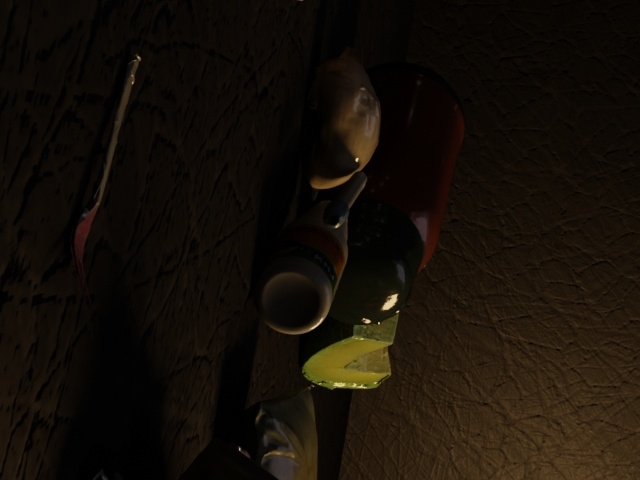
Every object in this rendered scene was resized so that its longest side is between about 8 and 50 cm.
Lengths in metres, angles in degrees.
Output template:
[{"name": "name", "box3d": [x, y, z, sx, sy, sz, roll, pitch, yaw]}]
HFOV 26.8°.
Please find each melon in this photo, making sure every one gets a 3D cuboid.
[{"name": "melon", "box3d": [0.035, 0.119, 1.554, 0.209, 0.118, 0.064, 118, -29, -66]}]

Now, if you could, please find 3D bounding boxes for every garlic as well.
[{"name": "garlic", "box3d": [0.021, -0.099, 1.217, 0.084, 0.066, 0.152, -70, 166, -76]}]

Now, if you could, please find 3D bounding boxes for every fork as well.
[{"name": "fork", "box3d": [-0.082, -0.025, 0.511, 0.016, 0.012, 0.115, 99, -2, -61]}]

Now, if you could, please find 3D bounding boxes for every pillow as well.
[{"name": "pillow", "box3d": [-0.050, 0.266, 1.042, 0.185, 0.075, 0.302, 4, 95, -81]}]

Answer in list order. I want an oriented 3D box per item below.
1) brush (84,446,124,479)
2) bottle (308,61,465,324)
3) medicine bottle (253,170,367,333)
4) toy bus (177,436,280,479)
[{"name": "brush", "box3d": [-0.092, 0.241, 0.593, 0.068, 0.060, 0.296, -43, 142, -86]}, {"name": "bottle", "box3d": [0.060, -0.048, 1.397, 0.336, 0.144, 0.144, -70, 169, -52]}, {"name": "medicine bottle", "box3d": [0.000, 0.000, 1.115, 0.092, 0.061, 0.220, -55, -176, 18]}, {"name": "toy bus", "box3d": [-0.042, 0.236, 0.786, 0.138, 0.097, 0.342, -49, 160, -28]}]
